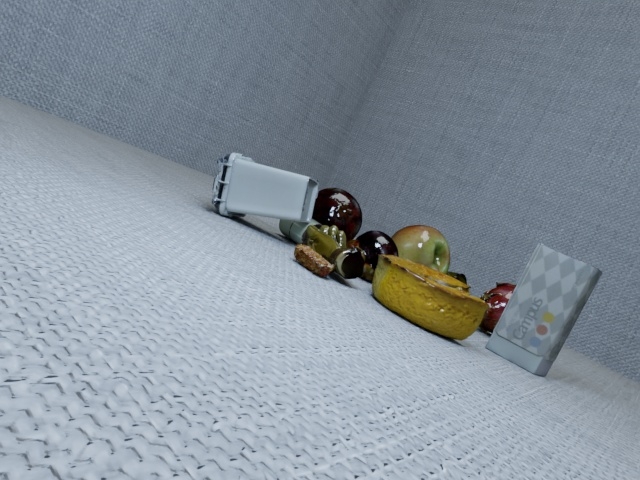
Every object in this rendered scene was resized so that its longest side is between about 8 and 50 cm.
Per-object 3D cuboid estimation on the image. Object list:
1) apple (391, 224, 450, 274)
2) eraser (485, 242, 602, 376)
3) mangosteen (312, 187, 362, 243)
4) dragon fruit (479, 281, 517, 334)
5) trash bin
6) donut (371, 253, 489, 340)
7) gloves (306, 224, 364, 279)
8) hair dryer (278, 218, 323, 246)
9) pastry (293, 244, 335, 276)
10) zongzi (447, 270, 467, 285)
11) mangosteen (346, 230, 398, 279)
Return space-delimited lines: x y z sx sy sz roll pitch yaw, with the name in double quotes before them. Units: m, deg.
"apple" 0.438 0.081 2.098 0.277 0.319 0.319 3 -12 45
"eraser" 0.736 0.231 1.507 0.213 0.397 0.082 28 7 24
"mangosteen" 0.050 -0.113 2.336 0.306 0.306 0.359 23 -14 -18
"dragon fruit" 0.782 0.294 1.887 0.315 0.250 0.250 32 2 -28
"trash bin" -0.214 -0.190 1.780 0.367 0.256 0.296 13 2 12
"donut" 0.345 0.182 1.537 0.377 0.163 0.435 25 8 13
"gloves" 0.038 0.039 1.610 0.154 0.141 0.331 5 16 -25
"hair dryer" 0.000 0.000 2.008 0.362 0.128 0.203 30 1 -41
"pastry" -0.024 0.071 1.480 0.087 0.063 0.169 7 21 -43
"zongzi" 0.577 0.229 2.326 0.317 0.154 0.289 6 1 25
"mangosteen" 0.188 0.068 1.821 0.250 0.211 0.211 -16 28 -29
